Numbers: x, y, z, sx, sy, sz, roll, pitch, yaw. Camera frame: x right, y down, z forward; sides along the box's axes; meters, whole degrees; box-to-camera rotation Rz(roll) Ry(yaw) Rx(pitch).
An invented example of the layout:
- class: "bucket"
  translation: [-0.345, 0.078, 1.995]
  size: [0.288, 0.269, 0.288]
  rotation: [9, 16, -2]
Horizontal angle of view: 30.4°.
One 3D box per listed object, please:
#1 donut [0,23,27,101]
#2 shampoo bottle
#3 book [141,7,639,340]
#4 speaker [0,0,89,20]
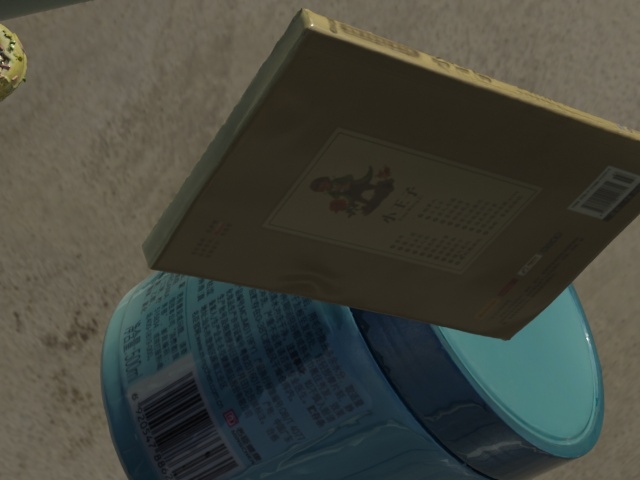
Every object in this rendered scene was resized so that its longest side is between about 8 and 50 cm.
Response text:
- class: "donut"
  translation: [-0.590, -0.310, 2.015]
  size: [0.175, 0.068, 0.174]
  rotation: [4, 66, -9]
- class: "shampoo bottle"
  translation: [0.024, 0.106, 1.078]
  size: [0.343, 0.331, 0.331]
  rotation: [-31, 68, 28]
- class: "book"
  translation: [0.043, -0.016, 0.501]
  size: [0.199, 0.138, 0.016]
  rotation: [14, 42, -30]
- class: "speaker"
  translation: [-0.313, -0.385, 1.035]
  size: [0.184, 0.183, 0.406]
  rotation: [-19, 68, -38]
